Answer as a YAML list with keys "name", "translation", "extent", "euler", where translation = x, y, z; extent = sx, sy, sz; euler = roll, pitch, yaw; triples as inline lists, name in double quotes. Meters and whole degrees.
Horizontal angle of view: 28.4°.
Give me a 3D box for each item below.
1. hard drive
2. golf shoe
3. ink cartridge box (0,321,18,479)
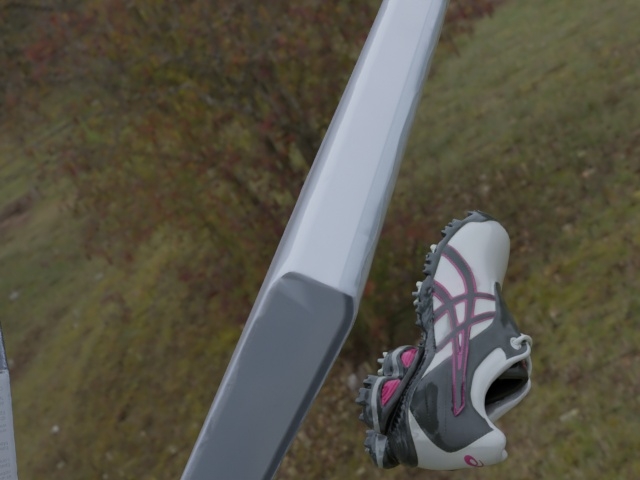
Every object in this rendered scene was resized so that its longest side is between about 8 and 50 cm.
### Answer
- name: "hard drive"
  translation: [0.000, 0.000, 0.789]
  extent: [0.353, 0.047, 0.233]
  euler: [-69, 3, -52]
- name: "golf shoe"
  translation: [0.129, 0.086, 1.059]
  extent: [0.120, 0.105, 0.273]
  euler: [7, 46, 24]
- name: "ink cartridge box"
  translation: [-0.224, 0.102, 0.805]
  extent: [0.045, 0.208, 0.206]
  euler: [-5, 36, -19]
